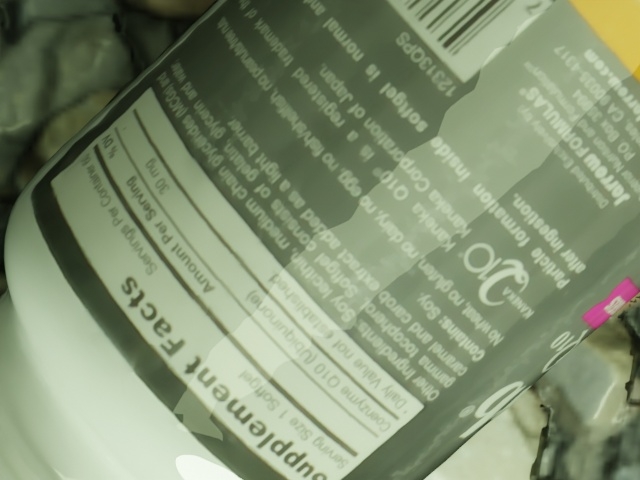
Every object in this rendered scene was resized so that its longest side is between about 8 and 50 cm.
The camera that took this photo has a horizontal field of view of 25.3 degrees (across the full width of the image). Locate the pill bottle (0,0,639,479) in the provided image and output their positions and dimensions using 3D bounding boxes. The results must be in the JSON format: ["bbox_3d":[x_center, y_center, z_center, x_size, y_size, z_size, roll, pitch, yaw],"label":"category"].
[{"bbox_3d":[0.000,0.000,0.468,0.278,0.162,0.162,-42,105,9],"label":"pill bottle"}]
